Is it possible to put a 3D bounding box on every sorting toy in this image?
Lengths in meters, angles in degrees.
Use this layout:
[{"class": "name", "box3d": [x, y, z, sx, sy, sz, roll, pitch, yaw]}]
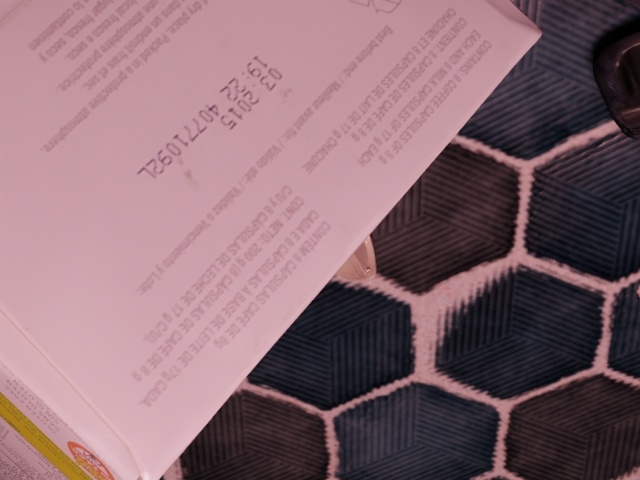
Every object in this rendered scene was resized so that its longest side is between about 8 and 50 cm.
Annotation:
[{"class": "sorting toy", "box3d": [0.000, 0.000, 1.137, 0.075, 0.045, 0.083, -17, 127, 23]}]

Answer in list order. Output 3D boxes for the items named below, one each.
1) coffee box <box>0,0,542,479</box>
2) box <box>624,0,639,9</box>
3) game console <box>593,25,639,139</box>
[{"class": "coffee box", "box3d": [-0.146, -0.073, 0.764, 0.338, 0.337, 0.334, 44, 156, -2]}, {"class": "box", "box3d": [0.234, -0.252, 0.881, 0.156, 0.093, 0.158, 27, 124, -2]}, {"class": "game console", "box3d": [0.383, -0.187, 0.980, 0.361, 0.044, 0.213, -22, 123, 17]}]
